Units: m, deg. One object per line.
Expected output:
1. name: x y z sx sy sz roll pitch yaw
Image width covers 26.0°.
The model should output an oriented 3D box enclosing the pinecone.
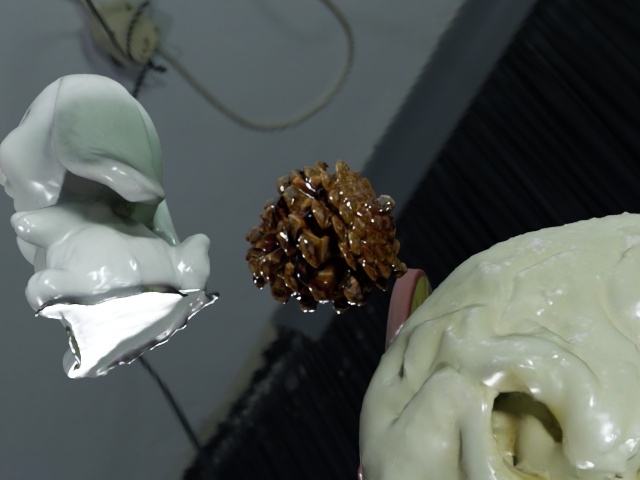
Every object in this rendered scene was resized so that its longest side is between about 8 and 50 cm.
1. pinecone: 0.000 0.000 1.420 0.174 0.173 0.173 -18 139 -17

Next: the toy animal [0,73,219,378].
1. toy animal: -0.206 -0.024 1.310 0.174 0.289 0.249 -16 177 -10

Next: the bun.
1. bun: 0.125 0.096 0.576 0.231 0.231 0.133 -18 176 -17

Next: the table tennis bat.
1. table tennis bat: 0.101 0.186 1.642 0.051 0.414 0.268 -2 107 12
